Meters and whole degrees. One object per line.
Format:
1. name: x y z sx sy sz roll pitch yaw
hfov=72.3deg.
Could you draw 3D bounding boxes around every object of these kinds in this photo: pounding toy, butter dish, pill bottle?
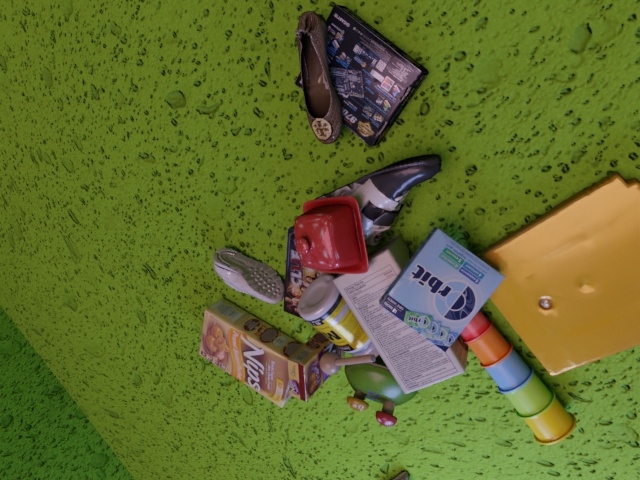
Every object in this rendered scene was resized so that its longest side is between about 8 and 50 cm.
1. pounding toy: 0.113 0.358 1.031 0.182 0.110 0.237 -10 139 47
2. butter dish: 0.000 0.000 0.875 0.159 0.118 0.160 -2 101 44
3. pill bottle: 0.057 0.185 1.018 0.119 0.119 0.208 -27 121 36

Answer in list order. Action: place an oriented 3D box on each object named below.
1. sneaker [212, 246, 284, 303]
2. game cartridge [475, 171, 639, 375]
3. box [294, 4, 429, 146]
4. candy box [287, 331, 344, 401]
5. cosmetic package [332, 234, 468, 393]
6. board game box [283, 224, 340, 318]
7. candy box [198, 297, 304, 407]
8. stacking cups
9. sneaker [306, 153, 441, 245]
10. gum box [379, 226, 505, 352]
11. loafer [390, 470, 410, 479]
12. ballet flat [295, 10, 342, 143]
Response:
1. sneaker: -0.196 0.109 1.206 0.235 0.090 0.095 32 135 21
2. game cartridge: 0.486 0.072 0.803 0.323 0.052 0.285 -38 88 33
3. box: 0.075 -0.325 0.873 0.220 0.051 0.175 41 125 10
4. candy box: -0.006 0.298 1.097 0.053 0.186 0.109 11 116 30
5. cosmetic package: 0.179 0.158 0.956 0.153 0.129 0.296 -30 93 27
6. board game box: -0.010 0.095 1.104 0.165 0.042 0.244 17 117 24
7. candy box: -0.203 0.325 1.286 0.316 0.087 0.183 26 121 19
8. stacking cups: 0.394 0.261 0.914 0.096 0.096 0.316 -38 85 36
9. sneaker: 0.121 -0.071 0.911 0.330 0.122 0.146 -22 92 44
10. gum box: 0.230 0.094 0.843 0.157 0.041 0.184 36 98 1
11. loafer: 0.212 0.687 1.229 0.045 0.039 0.125 23 130 -18
12. ballet flat: -0.009 -0.313 0.860 0.084 0.058 0.250 4 112 31
